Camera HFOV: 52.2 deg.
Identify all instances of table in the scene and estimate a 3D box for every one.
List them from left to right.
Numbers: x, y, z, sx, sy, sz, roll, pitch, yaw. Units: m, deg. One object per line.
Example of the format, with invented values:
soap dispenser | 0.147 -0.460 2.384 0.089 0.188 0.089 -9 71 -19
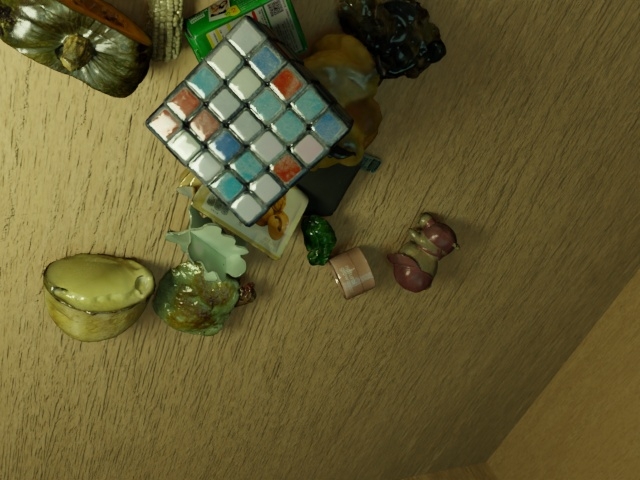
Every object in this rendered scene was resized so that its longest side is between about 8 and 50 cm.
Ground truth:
table | -0.305 0.011 1.765 0.167 0.166 0.198 -35 146 5

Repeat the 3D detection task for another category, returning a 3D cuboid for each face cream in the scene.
face cream | 0.100 0.105 2.104 0.104 0.149 0.149 -24 137 -6

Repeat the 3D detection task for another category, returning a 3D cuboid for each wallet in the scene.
wallet | 0.001 -0.157 1.844 0.169 0.052 0.245 4 143 -25

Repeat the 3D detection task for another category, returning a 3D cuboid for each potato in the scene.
potato | -0.599 0.166 1.744 0.286 0.242 0.242 -9 135 -42

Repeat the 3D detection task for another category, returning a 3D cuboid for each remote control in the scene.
remote control | 0.122 -0.231 1.898 0.125 0.017 0.053 15 122 -38

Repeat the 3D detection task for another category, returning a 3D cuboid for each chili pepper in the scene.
chili pepper | -0.001 0.000 1.976 0.099 0.083 0.253 -17 151 -4

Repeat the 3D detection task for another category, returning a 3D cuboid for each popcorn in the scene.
popcorn | 0.014 -0.319 1.597 0.316 0.281 0.297 -42 113 -17

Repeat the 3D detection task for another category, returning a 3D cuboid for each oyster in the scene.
oyster | 0.184 -0.523 1.609 0.221 0.096 0.361 -39 139 0

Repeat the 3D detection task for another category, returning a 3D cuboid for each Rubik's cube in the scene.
Rubik's cube | -0.126 -0.243 1.330 0.287 0.293 0.292 -43 100 12

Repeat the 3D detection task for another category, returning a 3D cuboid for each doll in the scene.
doll | 0.336 0.046 2.180 0.196 0.152 0.255 32 96 -11

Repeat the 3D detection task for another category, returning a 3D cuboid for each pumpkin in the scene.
pumpkin | -0.472 -0.397 1.269 0.317 0.221 0.139 26 113 -43

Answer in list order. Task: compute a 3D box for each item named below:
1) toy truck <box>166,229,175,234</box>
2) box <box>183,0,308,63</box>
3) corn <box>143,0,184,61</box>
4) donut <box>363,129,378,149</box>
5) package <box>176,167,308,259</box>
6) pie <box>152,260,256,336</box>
toy truck | -0.391 -0.004 1.822 0.024 0.032 0.083 -45 138 20
box | -0.165 -0.458 1.468 0.250 0.103 0.180 -28 137 -4
corn | -0.324 -0.479 1.378 0.087 0.087 0.210 0 126 -29
donut | 0.071 -0.294 1.780 0.178 0.065 0.162 -42 141 11
package | -0.218 -0.113 1.752 0.311 0.165 0.221 35 73 -37
pie | -0.358 0.165 1.964 0.274 0.105 0.257 -42 121 9
